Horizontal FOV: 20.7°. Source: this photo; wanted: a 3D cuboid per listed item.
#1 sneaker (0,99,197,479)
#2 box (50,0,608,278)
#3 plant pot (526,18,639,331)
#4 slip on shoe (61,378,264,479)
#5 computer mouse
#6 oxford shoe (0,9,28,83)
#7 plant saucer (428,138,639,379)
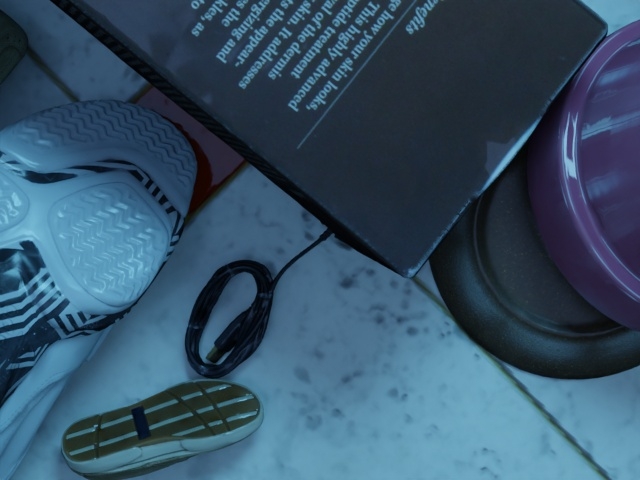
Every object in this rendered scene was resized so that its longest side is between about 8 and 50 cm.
[{"bbox_3d":[-0.219,0.074,1.122,0.137,0.210,0.366,35,58,1],"label":"sneaker"},{"bbox_3d":[-0.044,-0.171,1.019,0.381,0.143,0.191,40,87,-10],"label":"box"},{"bbox_3d":[0.249,-0.054,1.037,0.201,0.180,0.201,4,76,-19],"label":"plant pot"},{"bbox_3d":[-0.102,0.130,1.159,0.135,0.041,0.051,-17,52,-2],"label":"slip on shoe"},{"bbox_3d":[0.000,0.000,1.158,0.242,0.041,0.071,-42,95,9],"label":"computer mouse"},{"bbox_3d":[-0.316,-0.023,1.130,0.348,0.130,0.123,-47,48,20],"label":"oxford shoe"},{"bbox_3d":[0.168,-0.006,1.146,0.198,0.036,0.198,0,91,4],"label":"plant saucer"}]
